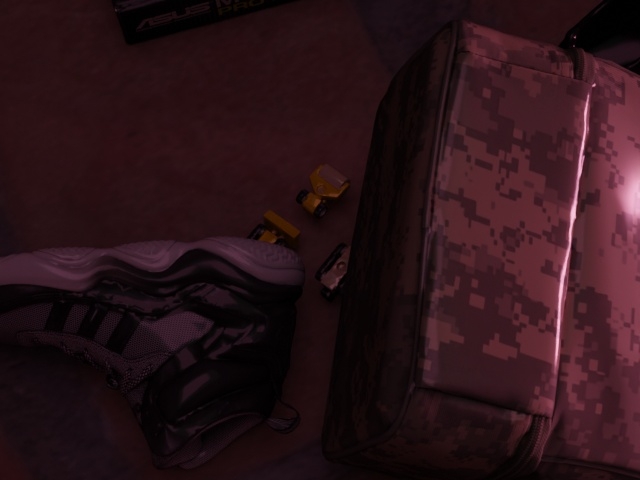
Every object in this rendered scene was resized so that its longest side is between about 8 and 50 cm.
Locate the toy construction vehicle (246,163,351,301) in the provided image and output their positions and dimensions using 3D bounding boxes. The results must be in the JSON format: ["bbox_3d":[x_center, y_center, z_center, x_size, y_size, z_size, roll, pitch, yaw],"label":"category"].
[{"bbox_3d":[0.000,0.000,1.363,0.086,0.035,0.098,33,78,20],"label":"toy construction vehicle"}]

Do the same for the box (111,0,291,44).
[{"bbox_3d":[-0.084,-0.306,1.463,0.216,0.060,0.270,-15,70,-2],"label":"box"}]

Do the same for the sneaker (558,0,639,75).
[{"bbox_3d":[0.269,-0.164,1.369,0.235,0.097,0.084,-31,71,-8],"label":"sneaker"}]

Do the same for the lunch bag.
[{"bbox_3d":[0.156,0.036,1.245,0.256,0.212,0.305,12,73,-10],"label":"lunch bag"}]

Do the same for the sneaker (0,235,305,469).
[{"bbox_3d":[-0.141,0.084,1.300,0.269,0.101,0.153,-5,76,8],"label":"sneaker"}]
